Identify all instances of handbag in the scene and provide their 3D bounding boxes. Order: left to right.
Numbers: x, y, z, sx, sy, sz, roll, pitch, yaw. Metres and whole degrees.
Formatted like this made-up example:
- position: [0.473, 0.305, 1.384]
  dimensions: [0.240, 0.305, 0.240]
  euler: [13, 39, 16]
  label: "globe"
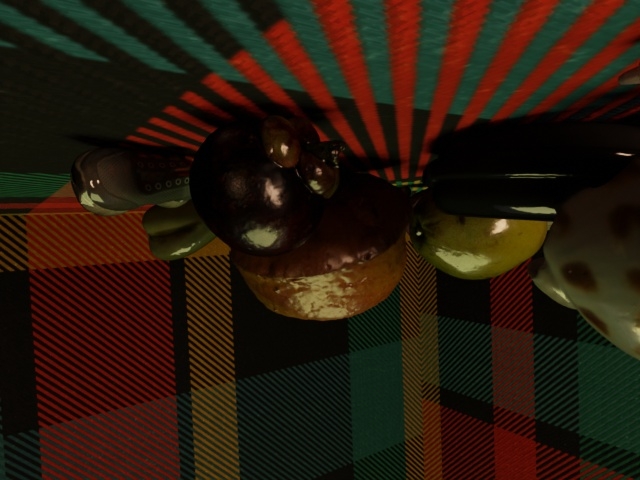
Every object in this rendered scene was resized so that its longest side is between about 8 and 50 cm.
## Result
- position: [0.254, -0.069, 0.566]
  dimensions: [0.253, 0.093, 0.308]
  euler: [2, -177, 10]
  label: "handbag"

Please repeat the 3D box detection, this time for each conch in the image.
- position: [0.329, 0.026, 0.389]
  dimensions: [0.274, 0.183, 0.149]
  euler: [-14, -133, -9]
  label: "conch"

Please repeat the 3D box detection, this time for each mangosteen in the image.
- position: [-0.039, -0.052, 0.403]
  dimensions: [0.139, 0.140, 0.140]
  euler: [-2, -178, 0]
  label: "mangosteen"

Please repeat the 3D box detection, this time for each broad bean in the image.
- position: [-0.250, -0.059, 1.003]
  dimensions: [0.188, 0.121, 0.263]
  euler: [-4, -155, 42]
  label: "broad bean"

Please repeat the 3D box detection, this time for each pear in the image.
- position: [0.287, -0.032, 0.861]
  dimensions: [0.268, 0.213, 0.212]
  euler: [-11, -175, -25]
  label: "pear"

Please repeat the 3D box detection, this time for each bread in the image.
- position: [0.006, -0.001, 0.769]
  dimensions: [0.311, 0.173, 0.312]
  euler: [-10, -151, 5]
  label: "bread"

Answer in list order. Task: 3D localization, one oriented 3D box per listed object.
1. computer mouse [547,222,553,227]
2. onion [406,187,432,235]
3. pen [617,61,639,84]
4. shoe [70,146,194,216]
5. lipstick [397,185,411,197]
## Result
- position: [0.473, -0.080, 1.075]
  dimensions: [0.428, 0.146, 0.228]
  euler: [-3, 180, -10]
  label: "computer mouse"
- position: [0.330, -0.073, 1.273]
  dimensions: [0.207, 0.201, 0.200]
  euler: [-38, 168, 22]
  label: "onion"
- position: [0.212, -0.090, 0.173]
  dimensions: [0.053, 0.032, 0.197]
  euler: [-4, -179, -26]
  label: "pen"
- position: [-0.188, -0.073, 0.525]
  dimensions: [0.077, 0.074, 0.194]
  euler: [-14, -179, 16]
  label: "shoe"
- position: [0.116, -0.115, 1.306]
  dimensions: [0.273, 0.061, 0.068]
  euler: [-7, 175, 27]
  label: "lipstick"
